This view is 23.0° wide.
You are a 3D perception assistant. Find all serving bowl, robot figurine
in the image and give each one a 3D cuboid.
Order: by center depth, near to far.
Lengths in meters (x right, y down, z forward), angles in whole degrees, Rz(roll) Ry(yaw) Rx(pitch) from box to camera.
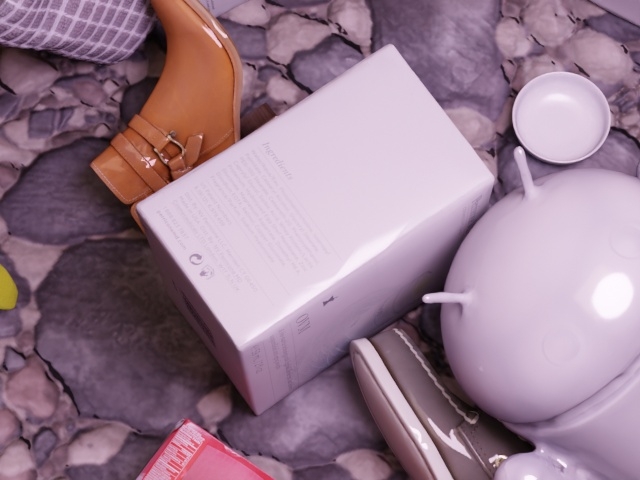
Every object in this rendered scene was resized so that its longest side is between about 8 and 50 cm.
[{"bbox_3d":[0.229,0.082,1.145,0.353,0.200,0.300,37,69,-26],"label":"robot figurine"},{"bbox_3d":[0.204,-0.100,1.339,0.083,0.027,0.083,0,72,0],"label":"serving bowl"}]

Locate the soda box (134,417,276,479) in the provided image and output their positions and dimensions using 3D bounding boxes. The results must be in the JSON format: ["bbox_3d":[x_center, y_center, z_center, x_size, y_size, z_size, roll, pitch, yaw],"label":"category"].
[{"bbox_3d":[-0.020,0.245,1.196,0.263,0.092,0.083,34,76,10],"label":"soda box"}]

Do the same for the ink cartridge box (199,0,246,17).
[{"bbox_3d":[-0.063,-0.292,1.380,0.175,0.072,0.127,-30,74,-8],"label":"ink cartridge box"}]

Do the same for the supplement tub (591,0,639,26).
[{"bbox_3d":[0.337,-0.352,1.295,0.241,0.241,0.331,28,85,9],"label":"supplement tub"}]

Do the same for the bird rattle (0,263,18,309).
[{"bbox_3d":[-0.349,-0.028,1.222,0.143,0.253,0.207,-24,50,-7],"label":"bird rattle"}]

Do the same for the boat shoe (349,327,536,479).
[{"bbox_3d":[0.132,0.189,1.208,0.091,0.109,0.305,-33,81,-10],"label":"boat shoe"}]

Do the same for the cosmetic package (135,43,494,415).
[{"bbox_3d":[0.000,0.000,1.206,0.225,0.224,0.138,-35,75,-9],"label":"cosmetic package"}]

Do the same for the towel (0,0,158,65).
[{"bbox_3d":[-0.181,-0.282,1.228,0.121,0.235,0.283,30,101,20],"label":"towel"}]

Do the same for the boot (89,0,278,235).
[{"bbox_3d":[-0.127,-0.105,1.288,0.152,0.073,0.197,-33,105,-3],"label":"boot"}]
